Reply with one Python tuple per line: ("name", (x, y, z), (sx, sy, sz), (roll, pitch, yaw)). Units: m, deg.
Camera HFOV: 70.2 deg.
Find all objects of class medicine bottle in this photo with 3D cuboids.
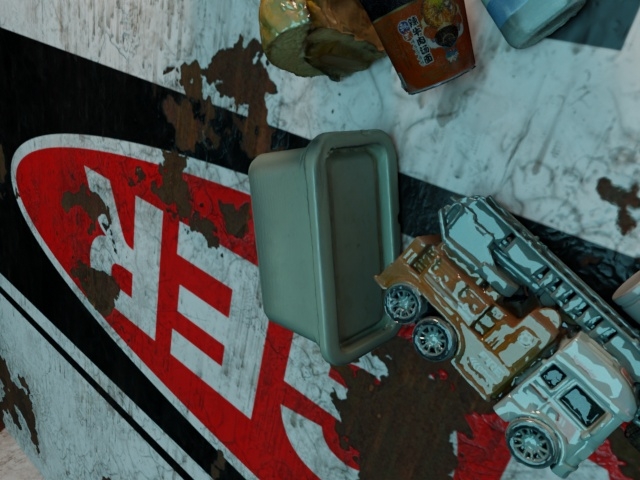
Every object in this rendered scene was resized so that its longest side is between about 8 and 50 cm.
("medicine bottle", (0.368, 0.076, 0.480), (0.091, 0.058, 0.058), (47, 125, 18))
("medicine bottle", (0.201, -0.320, 0.501), (0.090, 0.054, 0.208), (-35, 79, 42))

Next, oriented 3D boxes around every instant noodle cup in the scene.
("instant noodle cup", (0.120, -0.253, 0.537), (0.127, 0.127, 0.135), (-9, 114, 39))

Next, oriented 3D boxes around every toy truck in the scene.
("toy truck", (0.239, 0.107, 0.534), (0.338, 0.133, 0.184), (48, 118, 24))

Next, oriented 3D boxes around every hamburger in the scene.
("hamburger", (-0.019, -0.289, 0.581), (0.135, 0.208, 0.155), (-13, 99, 36))

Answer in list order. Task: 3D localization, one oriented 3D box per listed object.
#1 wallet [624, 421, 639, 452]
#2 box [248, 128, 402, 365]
("wallet", (0.446, 0.183, 0.461), (0.124, 0.042, 0.230), (46, 123, 25))
("box", (0.000, 0.000, 0.679), (0.182, 0.175, 0.312), (8, 108, 44))
